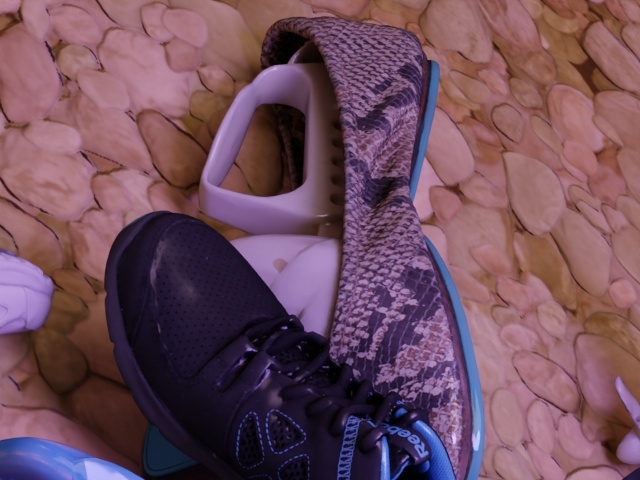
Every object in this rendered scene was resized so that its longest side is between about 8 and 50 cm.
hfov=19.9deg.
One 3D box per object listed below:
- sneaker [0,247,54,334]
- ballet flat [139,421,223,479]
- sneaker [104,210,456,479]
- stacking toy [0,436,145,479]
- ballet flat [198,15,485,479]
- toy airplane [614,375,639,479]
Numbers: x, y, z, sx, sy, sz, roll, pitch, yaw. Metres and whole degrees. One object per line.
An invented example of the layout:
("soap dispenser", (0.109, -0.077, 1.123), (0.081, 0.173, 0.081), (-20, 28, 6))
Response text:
("sneaker", (-0.245, 0.050, 1.056), (0.090, 0.115, 0.232), (14, 3, 30))
("ballet flat", (-0.074, 0.161, 1.130), (0.073, 0.080, 0.232), (55, 31, -37))
("sneaker", (0.003, 0.110, 1.060), (0.125, 0.139, 0.341), (-25, 76, -47))
("stacking toy", (-0.172, 0.254, 0.855), (0.175, 0.165, 0.302), (45, 51, -20))
("ballet flat", (0.000, 0.000, 1.281), (0.182, 0.164, 0.483), (14, 39, -13))
("toy airplane", (0.378, 0.225, 1.320), (0.384, 0.272, 0.386), (14, 54, 10))
